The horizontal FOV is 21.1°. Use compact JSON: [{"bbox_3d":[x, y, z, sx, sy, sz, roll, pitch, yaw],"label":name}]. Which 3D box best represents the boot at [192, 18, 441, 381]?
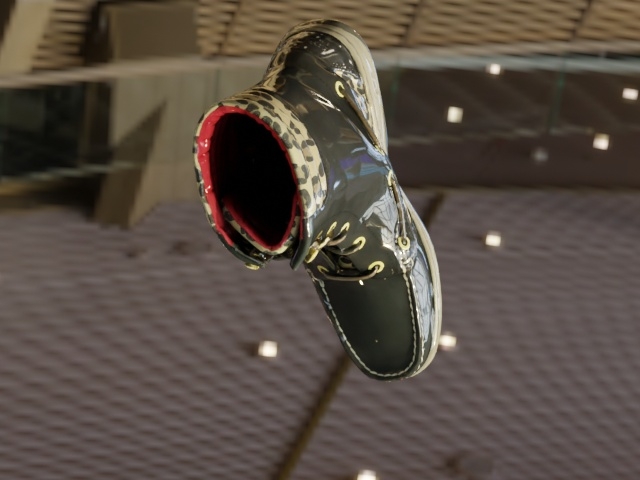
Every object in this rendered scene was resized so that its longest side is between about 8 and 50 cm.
[{"bbox_3d":[-0.002,-0.001,1.019,0.085,0.236,0.178,-9,-165,21],"label":"boot"}]
